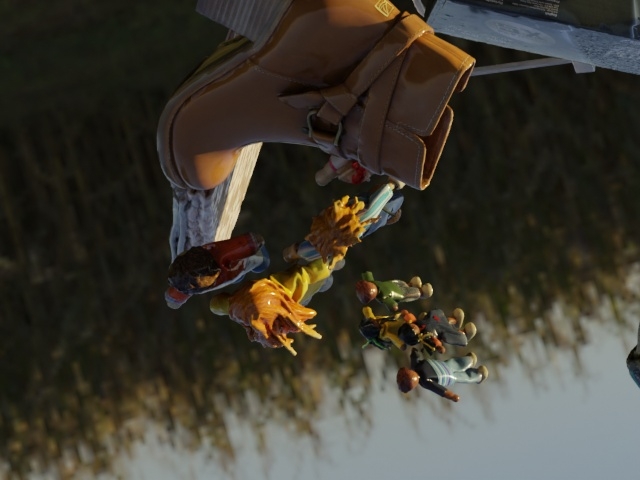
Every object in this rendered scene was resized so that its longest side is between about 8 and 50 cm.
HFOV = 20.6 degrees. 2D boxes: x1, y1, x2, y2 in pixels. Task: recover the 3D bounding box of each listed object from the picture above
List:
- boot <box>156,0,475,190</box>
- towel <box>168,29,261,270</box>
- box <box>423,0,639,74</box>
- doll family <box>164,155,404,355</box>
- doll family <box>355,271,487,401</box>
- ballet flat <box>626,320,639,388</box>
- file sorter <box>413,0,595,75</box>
[{"bbox_3d":[-0.006,-0.067,0.982,0.073,0.152,0.197,-55,171,-38],"label":"boot"},{"bbox_3d":[-0.085,-0.134,1.754,0.053,0.317,0.332,17,163,1],"label":"towel"},{"bbox_3d":[0.172,-0.180,1.261,0.180,0.077,0.147,12,178,-2],"label":"box"},{"bbox_3d":[0.000,0.000,1.354,0.263,0.118,0.163,-40,174,14],"label":"doll family"},{"bbox_3d":[0.101,0.105,1.937,0.111,0.076,0.193,0,-154,-40],"label":"doll family"},{"bbox_3d":[0.178,0.023,0.822,0.114,0.041,0.041,-56,-169,-14],"label":"ballet flat"},{"bbox_3d":[0.161,-0.316,1.650,0.173,0.277,0.193,-4,145,20],"label":"file sorter"}]
